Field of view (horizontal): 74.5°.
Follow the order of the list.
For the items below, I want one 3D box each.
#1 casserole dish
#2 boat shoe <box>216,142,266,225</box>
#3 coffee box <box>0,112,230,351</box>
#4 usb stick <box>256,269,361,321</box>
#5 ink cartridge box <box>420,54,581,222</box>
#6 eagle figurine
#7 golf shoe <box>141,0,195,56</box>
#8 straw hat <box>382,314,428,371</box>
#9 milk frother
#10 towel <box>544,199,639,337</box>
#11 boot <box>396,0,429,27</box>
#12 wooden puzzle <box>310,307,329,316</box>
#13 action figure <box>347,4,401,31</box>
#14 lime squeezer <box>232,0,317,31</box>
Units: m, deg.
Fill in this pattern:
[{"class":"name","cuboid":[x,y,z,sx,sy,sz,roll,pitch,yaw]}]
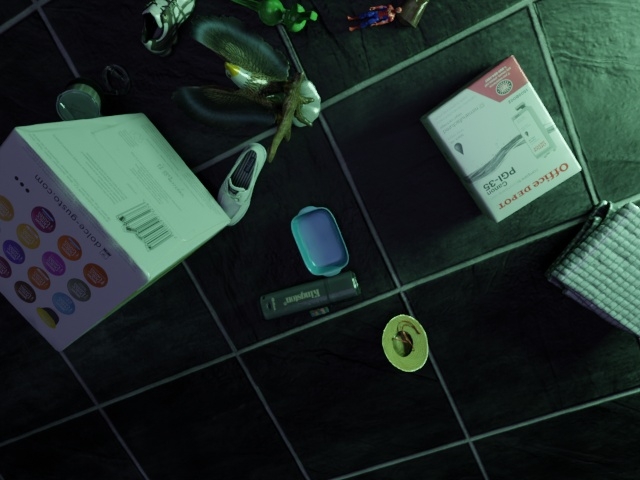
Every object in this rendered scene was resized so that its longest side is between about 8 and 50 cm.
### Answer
[{"class":"casserole dish","cuboid":[0.000,0.000,1.063,0.114,0.037,0.188,-20,102,12]},{"class":"boat shoe","cuboid":[-0.205,-0.134,1.026,0.083,0.076,0.226,24,107,-1]},{"class":"coffee box","cuboid":[-0.483,-0.034,0.929,0.334,0.338,0.337,-34,100,24]},{"class":"usb stick","cuboid":[-0.032,0.147,1.100,0.278,0.045,0.077,-17,87,11]},{"class":"ink cartridge box","cuboid":[0.386,-0.214,0.916,0.207,0.117,0.283,-35,99,14]},{"class":"eagle figurine","cuboid":[-0.162,-0.344,0.929,0.298,0.225,0.226,30,64,27]},{"class":"golf shoe","cuboid":[-0.337,-0.509,0.926,0.077,0.094,0.198,24,106,0]},{"class":"straw hat","cuboid":[0.209,0.272,1.099,0.144,0.144,0.061,36,147,-5]},{"class":"milk frother","cuboid":[-0.518,-0.339,0.971,0.129,0.134,0.143,17,113,-31]},{"class":"towel","cuboid":[0.695,0.066,0.965,0.284,0.121,0.235,32,108,-5]},{"class":"boot","cuboid":[0.187,-0.526,0.895,0.106,0.037,0.114,34,111,-2]},{"class":"wooden puzzle","cuboid":[-0.009,0.177,1.130,0.083,0.006,0.049,-18,103,11]},{"class":"action figure","cuboid":[0.117,-0.482,0.907,0.115,0.030,0.038,-7,100,17]},{"class":"lime squeezer","cuboid":[-0.103,-0.490,0.906,0.310,0.110,0.058,31,128,28]}]
